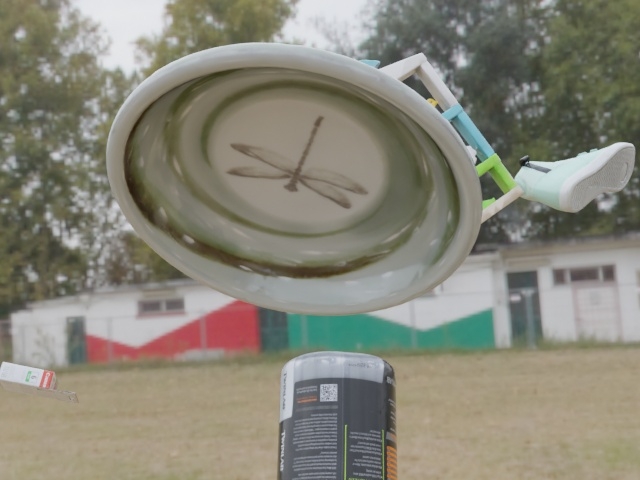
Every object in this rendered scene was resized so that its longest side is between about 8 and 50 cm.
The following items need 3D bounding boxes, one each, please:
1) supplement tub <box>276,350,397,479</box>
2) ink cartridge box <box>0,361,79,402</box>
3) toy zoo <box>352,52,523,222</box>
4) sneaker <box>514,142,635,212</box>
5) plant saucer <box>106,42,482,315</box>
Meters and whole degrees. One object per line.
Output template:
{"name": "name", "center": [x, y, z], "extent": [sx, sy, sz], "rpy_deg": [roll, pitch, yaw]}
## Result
{"name": "supplement tub", "center": [0.016, 0.212, 0.847], "extent": [0.117, 0.190, 0.117], "rpy_deg": [1, -25, 1]}
{"name": "ink cartridge box", "center": [-0.418, 0.213, 1.316], "extent": [0.115, 0.029, 0.063], "rpy_deg": [11, -26, -5]}
{"name": "toy zoo", "center": [0.122, -0.130, 1.229], "extent": [0.192, 0.293, 0.030], "rpy_deg": [-35, -5, -12]}
{"name": "sneaker", "center": [0.468, -0.134, 1.632], "extent": [0.256, 0.094, 0.151], "rpy_deg": [-24, 31, -37]}
{"name": "plant saucer", "center": [-0.025, -0.071, 0.957], "extent": [0.401, 0.100, 0.400], "rpy_deg": [7, -39, 6]}
